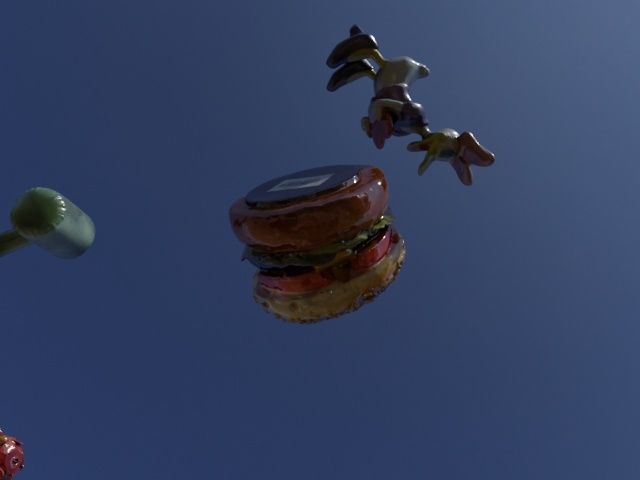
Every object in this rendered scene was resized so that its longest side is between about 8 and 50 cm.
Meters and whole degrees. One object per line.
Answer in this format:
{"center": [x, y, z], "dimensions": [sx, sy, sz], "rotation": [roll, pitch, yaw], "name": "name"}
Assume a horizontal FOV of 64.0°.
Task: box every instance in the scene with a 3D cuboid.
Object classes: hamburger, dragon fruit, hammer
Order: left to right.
{"center": [-0.738, 0.504, 1.201], "dimensions": [0.067, 0.126, 0.112], "rotation": [-21, -51, 8], "name": "dragon fruit"}
{"center": [-0.681, 0.009, 1.117], "dimensions": [0.335, 0.206, 0.119], "rotation": [-24, -108, -6], "name": "hammer"}
{"center": [0.000, 0.000, 1.014], "dimensions": [0.329, 0.330, 0.251], "rotation": [-12, -71, 3], "name": "hamburger"}

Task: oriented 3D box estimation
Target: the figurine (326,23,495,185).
{"center": [0.189, -0.284, 1.125], "dimensions": [0.193, 0.154, 0.421], "rotation": [-33, -99, -11], "name": "figurine"}
